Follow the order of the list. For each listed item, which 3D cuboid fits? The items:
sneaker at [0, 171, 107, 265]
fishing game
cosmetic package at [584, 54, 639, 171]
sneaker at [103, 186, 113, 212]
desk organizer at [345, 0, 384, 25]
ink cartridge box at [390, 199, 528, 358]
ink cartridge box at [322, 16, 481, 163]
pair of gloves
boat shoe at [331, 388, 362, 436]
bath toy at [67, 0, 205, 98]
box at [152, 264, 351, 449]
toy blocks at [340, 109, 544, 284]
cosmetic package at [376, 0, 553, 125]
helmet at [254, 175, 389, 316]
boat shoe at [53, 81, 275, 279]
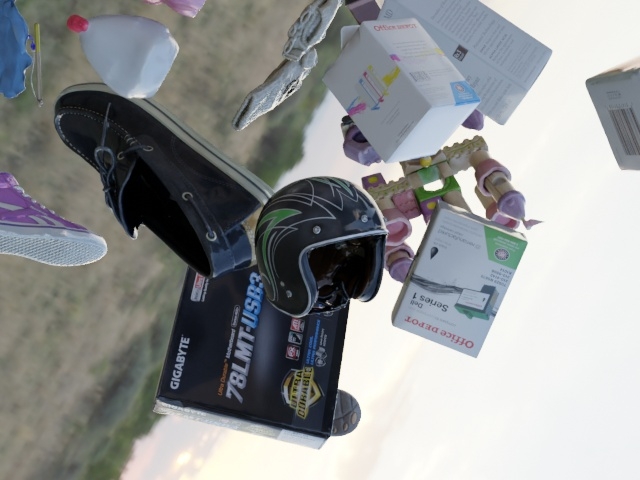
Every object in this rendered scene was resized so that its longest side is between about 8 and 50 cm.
[{"bbox_3d":[-0.531,-0.051,2.072,0.102,0.282,0.161,-45,-137,42],"label":"sneaker"},{"bbox_3d":[-0.517,-0.331,1.840,0.041,0.264,0.189,-16,117,-38],"label":"fishing game"},{"bbox_3d":[0.648,-0.260,1.627,0.453,0.161,0.230,-24,-174,-4],"label":"cosmetic package"},{"bbox_3d":[-0.415,-0.165,2.237,0.115,0.090,0.232,3,-83,46],"label":"sneaker"},{"bbox_3d":[0.069,-0.394,1.723,0.047,0.050,0.130,-18,-133,21],"label":"desk organizer"},{"bbox_3d":[0.229,0.066,1.861,0.092,0.160,0.219,-73,-176,-78],"label":"ink cartridge box"},{"bbox_3d":[0.080,-0.168,1.195,0.092,0.143,0.090,-14,152,-46],"label":"ink cartridge box"},{"bbox_3d":[-0.026,-0.272,1.603,0.240,0.042,0.204,-54,179,34],"label":"pair of gloves"},{"bbox_3d":[-0.080,0.329,2.270,0.116,0.324,0.123,115,-8,-85],"label":"boat shoe"},{"bbox_3d":[-0.181,-0.334,1.309,0.348,0.129,0.151,-65,-166,-8],"label":"bath toy"},{"bbox_3d":[-0.109,0.180,1.892,0.073,0.293,0.296,120,-16,-57],"label":"box"},{"bbox_3d":[0.222,-0.077,2.027,0.260,0.288,0.309,-112,-177,-49],"label":"toy blocks"},{"bbox_3d":[0.190,-0.270,1.534,0.085,0.231,0.117,-56,176,-22],"label":"cosmetic package"},{"bbox_3d":[0.000,0.000,1.359,0.169,0.169,0.162,-73,169,-71],"label":"helmet"},{"bbox_3d":[-0.270,-0.098,1.734,0.156,0.500,0.187,-38,146,-29],"label":"boat shoe"}]
